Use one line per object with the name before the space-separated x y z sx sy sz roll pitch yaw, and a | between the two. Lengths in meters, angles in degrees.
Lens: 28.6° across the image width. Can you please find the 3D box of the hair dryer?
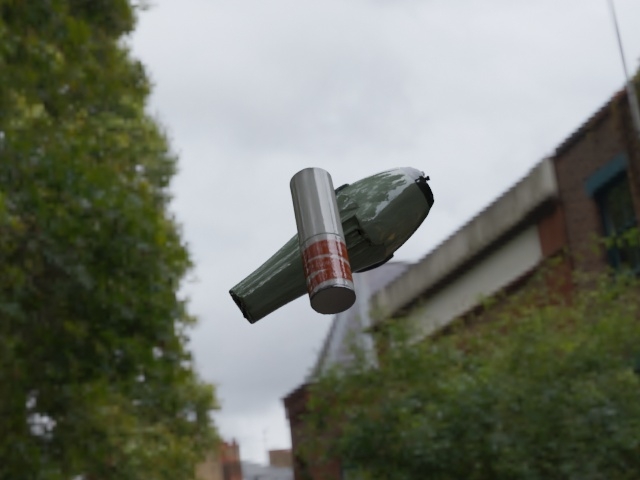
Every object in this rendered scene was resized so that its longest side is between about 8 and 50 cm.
hair dryer | -0.015 0.013 1.269 0.219 0.088 0.225 -35 8 -32

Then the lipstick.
lipstick | 0.001 -0.001 1.035 0.038 0.130 0.038 -6 -39 -5
